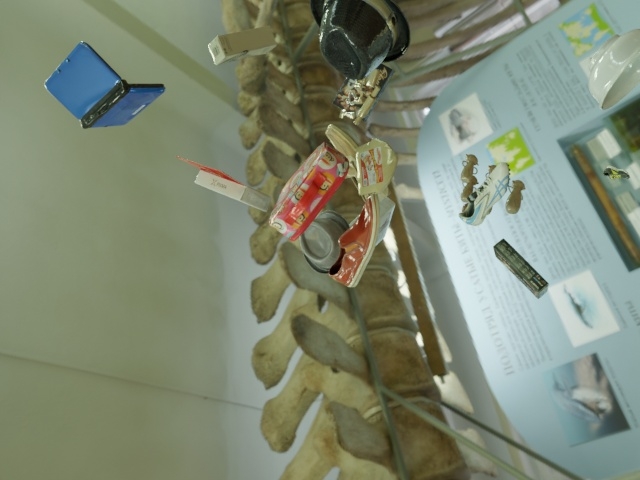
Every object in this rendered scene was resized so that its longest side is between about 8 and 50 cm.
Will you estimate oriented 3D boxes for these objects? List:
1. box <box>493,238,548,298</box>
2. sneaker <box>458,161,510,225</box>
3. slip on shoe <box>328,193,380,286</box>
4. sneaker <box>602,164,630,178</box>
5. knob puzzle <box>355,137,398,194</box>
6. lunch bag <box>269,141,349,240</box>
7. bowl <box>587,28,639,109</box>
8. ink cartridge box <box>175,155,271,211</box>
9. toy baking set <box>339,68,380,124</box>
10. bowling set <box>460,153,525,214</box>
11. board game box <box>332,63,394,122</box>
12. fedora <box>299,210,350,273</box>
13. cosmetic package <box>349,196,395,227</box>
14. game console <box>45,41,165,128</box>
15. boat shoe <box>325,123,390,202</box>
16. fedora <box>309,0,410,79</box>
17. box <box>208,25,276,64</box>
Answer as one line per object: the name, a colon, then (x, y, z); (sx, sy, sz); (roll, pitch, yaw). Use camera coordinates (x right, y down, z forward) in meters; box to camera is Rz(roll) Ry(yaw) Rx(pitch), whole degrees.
box: (0.710, 0.102, 1.946); (0.220, 0.051, 0.175); (51, -173, 23)
sneaker: (0.536, -0.151, 1.791); (0.086, 0.237, 0.085); (16, -153, -20)
slip on shoe: (0.110, 0.002, 1.719); (0.101, 0.331, 0.123); (14, -149, -10)
sneaker: (0.893, -0.198, 1.659); (0.031, 0.035, 0.083); (48, 178, -33)
knob puzzle: (0.199, -0.254, 1.867); (0.030, 0.213, 0.213); (0, -119, -37)
lunch bag: (-0.035, -0.146, 1.636); (0.120, 0.293, 0.258); (36, -165, -10)
bowl: (1.019, -0.605, 1.874); (0.134, 0.298, 0.298); (49, -158, 24)
ink cartridge box: (-0.365, -0.207, 2.011); (0.296, 0.066, 0.261); (22, 179, 41)
toy baking set: (0.143, -0.504, 1.932); (0.030, 0.256, 0.196); (14, -139, -22)
bowling set: (0.606, -0.195, 2.087); (0.287, 0.200, 0.154); (33, -121, -13)
board game box: (0.180, -0.647, 2.328); (0.165, 0.243, 0.042); (34, -168, 17)
fedora: (0.000, 0.000, 2.164); (0.124, 0.244, 0.275); (18, -146, -53)
cosmetic package: (0.234, -0.037, 2.807); (0.097, 0.284, 0.377); (43, 161, 17)
game console: (-0.710, -0.508, 1.819); (0.250, 0.293, 0.173); (-22, -90, -52)
boat shoe: (0.119, -0.274, 2.023); (0.341, 0.110, 0.121); (51, 179, -9)
fedora: (0.092, -0.573, 1.563); (0.334, 0.334, 0.152); (34, -108, -39)
box: (-0.338, -0.851, 2.392); (0.275, 0.113, 0.094); (-25, -81, -31)
